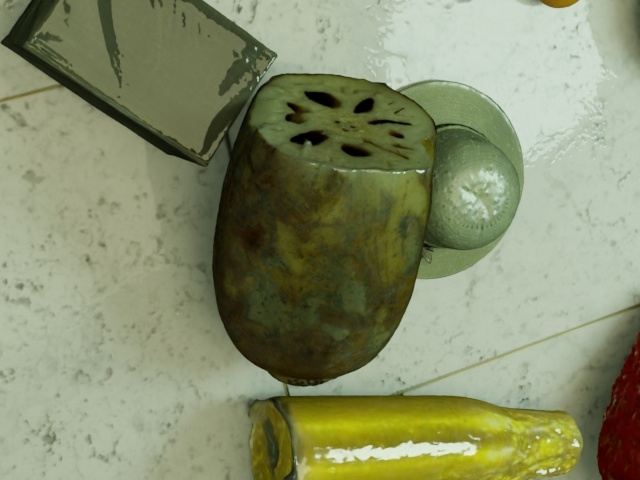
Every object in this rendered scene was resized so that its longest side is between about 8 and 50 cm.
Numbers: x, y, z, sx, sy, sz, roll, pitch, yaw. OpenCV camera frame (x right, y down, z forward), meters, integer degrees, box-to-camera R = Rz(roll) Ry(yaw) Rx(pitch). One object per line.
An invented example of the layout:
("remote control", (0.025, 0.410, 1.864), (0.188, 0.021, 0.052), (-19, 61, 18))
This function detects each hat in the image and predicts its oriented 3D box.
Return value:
("hat", (0.168, -0.064, 1.581), (0.257, 0.130, 0.257), (-5, 103, -20))

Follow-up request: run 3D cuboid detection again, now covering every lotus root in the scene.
("lotus root", (0.000, 0.000, 1.456), (0.250, 0.250, 0.346), (-6, 125, -21))

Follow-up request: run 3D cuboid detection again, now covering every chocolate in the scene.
("chocolate", (0.132, 0.274, 1.627), (0.445, 0.162, 0.162), (2, 101, -24))

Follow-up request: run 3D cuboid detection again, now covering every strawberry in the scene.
("strawberry", (0.528, 0.259, 1.728), (0.292, 0.292, 0.310), (37, 71, -25))

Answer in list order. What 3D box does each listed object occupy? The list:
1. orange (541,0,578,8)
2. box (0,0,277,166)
("orange", (0.302, -0.332, 1.607), (0.083, 0.070, 0.083), (-5, 107, -17))
("box", (-0.197, -0.206, 1.391), (0.231, 0.155, 0.149), (34, 85, -23))
